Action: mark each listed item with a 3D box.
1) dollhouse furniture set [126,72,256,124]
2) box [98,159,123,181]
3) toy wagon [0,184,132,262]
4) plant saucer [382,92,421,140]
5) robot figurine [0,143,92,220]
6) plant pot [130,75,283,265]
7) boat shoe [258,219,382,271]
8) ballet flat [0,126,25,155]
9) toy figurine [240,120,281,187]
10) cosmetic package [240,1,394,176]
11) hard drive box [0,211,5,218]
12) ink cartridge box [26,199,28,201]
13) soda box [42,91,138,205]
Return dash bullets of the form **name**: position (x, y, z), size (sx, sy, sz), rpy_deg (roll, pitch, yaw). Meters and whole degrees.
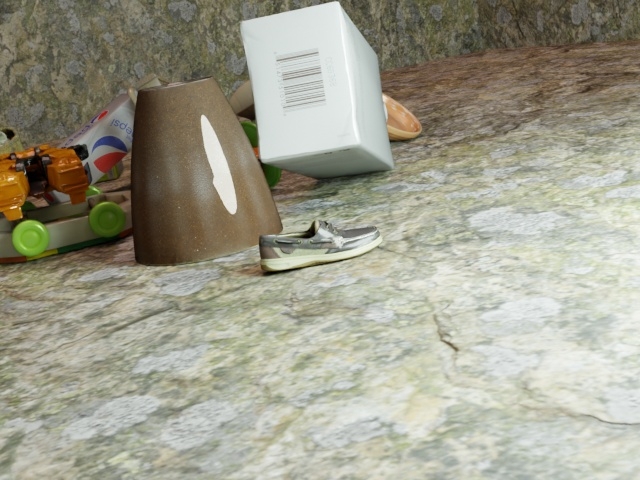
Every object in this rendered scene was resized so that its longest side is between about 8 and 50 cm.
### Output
- **dollhouse furniture set**: position (-0.179, -0.331, 1.896), size (0.355, 0.174, 0.303), rpy_deg (-30, -2, 9)
- **box**: position (-0.545, -0.173, 2.274), size (0.109, 0.042, 0.178), rpy_deg (-11, 13, -4)
- **toy wagon**: position (-0.463, -0.022, 1.533), size (0.344, 0.068, 0.267), rpy_deg (-15, 14, -17)
- **plant saucer**: position (0.122, -0.270, 1.979), size (0.200, 0.037, 0.200), rpy_deg (25, 25, -12)
- **robot figurine**: position (-0.479, -0.103, 1.548), size (0.211, 0.085, 0.291), rpy_deg (-15, 15, -18)
- **plant pot**: position (-0.178, -0.106, 1.305), size (0.215, 0.231, 0.215), rpy_deg (-9, 14, 2)
- **boat shoe**: position (0.000, 0.000, 1.114), size (0.152, 0.049, 0.056), rpy_deg (-14, 13, -14)
- **ballet flat**: position (-0.685, -0.162, 1.797), size (0.123, 0.123, 0.348), rpy_deg (-7, 11, 16)
- **toy figurine**: position (-0.184, -0.131, 1.643), size (0.159, 0.130, 0.173), rpy_deg (-31, 51, -32)
- **cosmetic package**: position (0.009, -0.220, 1.486), size (0.156, 0.217, 0.385), rpy_deg (-9, -4, 10)
- **hard drive box**: position (-0.716, -0.032, 1.717), size (0.181, 0.089, 0.232), rpy_deg (2, 18, 44)
- **ink cartridge box**: position (-0.759, -0.061, 1.957), size (0.171, 0.056, 0.235), rpy_deg (4, 18, 45)
- **soda box**: position (-0.479, -0.194, 1.973), size (0.286, 0.091, 0.098), rpy_deg (-47, 28, -24)
